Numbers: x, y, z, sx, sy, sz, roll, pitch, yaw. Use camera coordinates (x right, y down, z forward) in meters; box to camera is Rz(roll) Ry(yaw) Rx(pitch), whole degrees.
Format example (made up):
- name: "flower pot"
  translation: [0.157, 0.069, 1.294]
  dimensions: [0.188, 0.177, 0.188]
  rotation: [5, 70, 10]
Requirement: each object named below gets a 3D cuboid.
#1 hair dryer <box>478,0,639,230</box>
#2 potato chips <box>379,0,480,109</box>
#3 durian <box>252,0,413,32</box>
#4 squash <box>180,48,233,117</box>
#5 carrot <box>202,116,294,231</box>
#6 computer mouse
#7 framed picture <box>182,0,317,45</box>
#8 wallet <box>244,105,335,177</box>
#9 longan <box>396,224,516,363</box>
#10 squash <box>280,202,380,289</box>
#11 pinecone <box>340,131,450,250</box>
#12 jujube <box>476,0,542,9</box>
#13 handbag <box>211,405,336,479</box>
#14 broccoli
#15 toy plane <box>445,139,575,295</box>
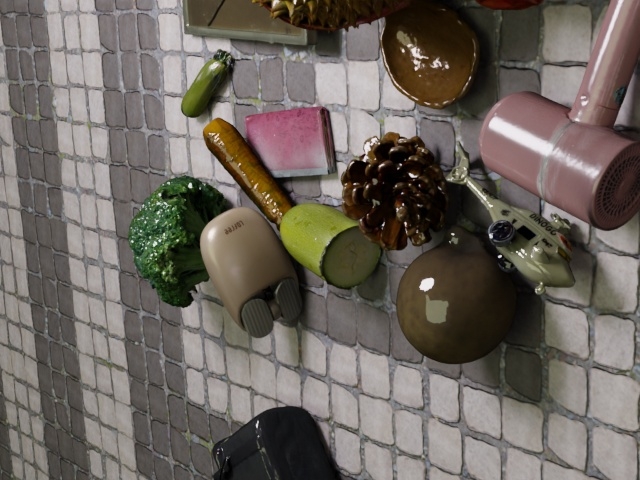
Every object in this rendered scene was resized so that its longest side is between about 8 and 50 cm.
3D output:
- name: "hair dryer"
  translation: [0.350, -0.212, 1.472]
  dimensions: [0.210, 0.125, 0.352]
  rotation: [35, 116, 43]
- name: "potato chips"
  translation: [0.166, -0.280, 1.716]
  dimensions: [0.202, 0.049, 0.150]
  rotation: [36, 122, 43]
- name: "durian"
  translation: [0.012, -0.466, 1.615]
  dimensions: [0.348, 0.384, 0.347]
  rotation: [12, 140, 10]
- name: "squash"
  translation: [-0.220, -0.295, 2.201]
  dimensions: [0.183, 0.052, 0.052]
  rotation: [-46, 64, 44]
- name: "carrot"
  translation: [-0.101, -0.092, 2.073]
  dimensions: [0.314, 0.066, 0.066]
  rotation: [50, 136, 12]
- name: "computer mouse"
  translation: [-0.123, 0.056, 2.069]
  dimensions: [0.082, 0.145, 0.236]
  rotation: [11, 128, 64]
- name: "framed picture"
  translation: [-0.140, -0.514, 2.019]
  dimensions: [0.446, 0.028, 0.325]
  rotation: [20, 117, 54]
- name: "wallet"
  translation: [-0.059, -0.172, 2.049]
  dimensions: [0.232, 0.025, 0.119]
  rotation: [1, 102, 52]
- name: "longan"
  translation: [0.201, 0.079, 1.692]
  dimensions: [0.185, 0.159, 0.204]
  rotation: [-5, 76, 38]
- name: "squash"
  translation: [0.000, 0.000, 1.952]
  dimensions: [0.187, 0.123, 0.123]
  rotation: [30, 122, 47]
- name: "pinecone"
  translation: [0.114, -0.070, 1.748]
  dimensions: [0.195, 0.150, 0.179]
  rotation: [-133, 29, -65]
- name: "jujube"
  translation: [0.248, -0.425, 1.472]
  dimensions: [0.174, 0.174, 0.250]
  rotation: [30, 128, 44]
- name: "handbag"
  translation: [-0.077, 0.443, 2.125]
  dimensions: [0.181, 0.181, 0.254]
  rotation: [-37, 70, 42]
- name: "broccoli"
  translation: [-0.237, 0.011, 2.175]
  dimensions: [0.270, 0.270, 0.269]
  rotation: [15, 116, 16]
- name: "toy plane"
  translation: [0.266, -0.032, 1.623]
  dimensions: [0.286, 0.108, 0.092]
  rotation: [46, 173, 37]
